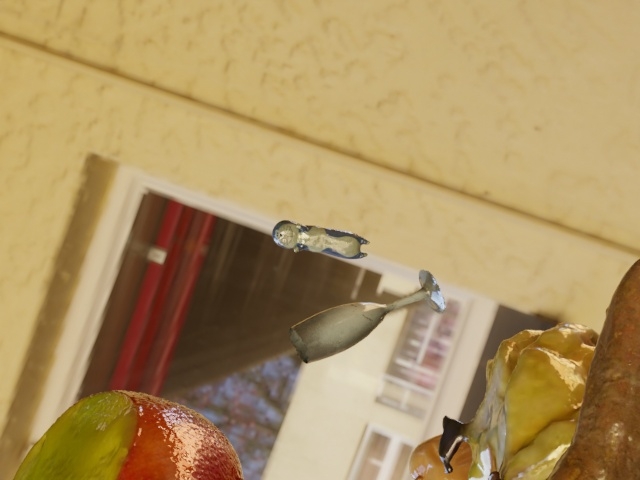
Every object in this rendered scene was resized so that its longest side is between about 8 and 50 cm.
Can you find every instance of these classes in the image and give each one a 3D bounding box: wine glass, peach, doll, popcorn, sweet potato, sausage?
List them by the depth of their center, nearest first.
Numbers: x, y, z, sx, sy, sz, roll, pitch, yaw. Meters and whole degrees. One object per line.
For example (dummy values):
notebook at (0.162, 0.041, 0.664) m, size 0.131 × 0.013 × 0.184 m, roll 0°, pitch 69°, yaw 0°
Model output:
peach at (-0.140, 0.205, 1.005) m, size 0.267 × 0.158 × 0.154 m, roll -24°, pitch 41°, yaw 51°
sweet potato at (0.287, 0.181, 1.192) m, size 0.092 × 0.114 × 0.341 m, roll 0°, pitch 60°, yaw 59°
doll at (0.000, 0.000, 1.558) m, size 0.027 × 0.125 × 0.037 m, roll -58°, pitch -22°, yaw -82°
wine glass at (0.058, 0.100, 1.559) m, size 0.198 × 0.066 × 0.066 m, roll -22°, pitch -36°, yaw -19°
popcorn at (0.309, 0.264, 1.579) m, size 0.316 × 0.280 × 0.297 m, roll -106°, pitch 22°, yaw -58°
sausage at (0.261, 0.363, 2.006) m, size 0.136 × 0.241 × 0.120 m, roll -125°, pitch 23°, yaw -68°
